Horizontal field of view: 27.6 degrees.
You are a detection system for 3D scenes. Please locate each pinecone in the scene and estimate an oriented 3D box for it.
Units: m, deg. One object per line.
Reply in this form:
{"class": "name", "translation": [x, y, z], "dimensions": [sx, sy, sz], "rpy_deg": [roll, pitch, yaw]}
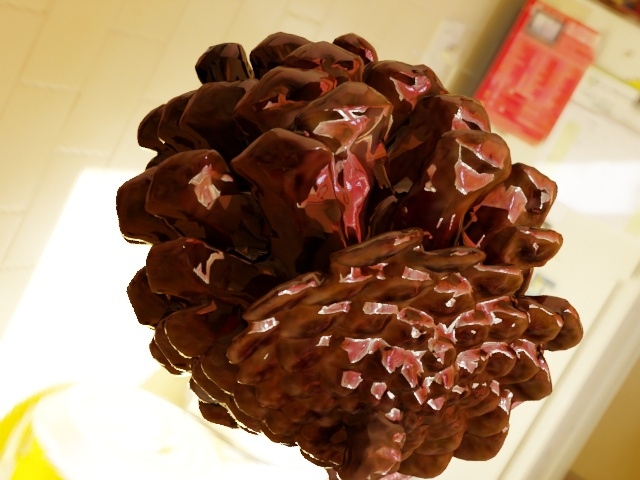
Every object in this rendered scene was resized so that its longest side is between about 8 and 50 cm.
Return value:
{"class": "pinecone", "translation": [-0.002, 0.000, 0.555], "dimensions": [0.168, 0.186, 0.212], "rpy_deg": [-26, 53, -26]}

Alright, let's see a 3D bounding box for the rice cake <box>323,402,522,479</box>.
{"class": "rice cake", "translation": [0.119, 0.191, 1.458], "dimensions": [0.298, 0.050, 0.106], "rpy_deg": [-29, 90, -30]}
